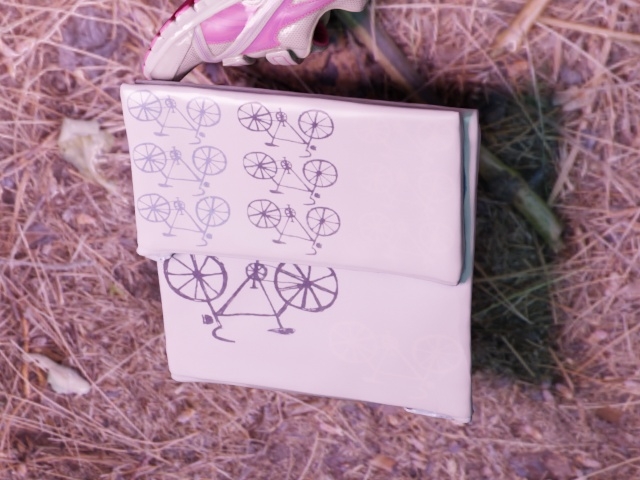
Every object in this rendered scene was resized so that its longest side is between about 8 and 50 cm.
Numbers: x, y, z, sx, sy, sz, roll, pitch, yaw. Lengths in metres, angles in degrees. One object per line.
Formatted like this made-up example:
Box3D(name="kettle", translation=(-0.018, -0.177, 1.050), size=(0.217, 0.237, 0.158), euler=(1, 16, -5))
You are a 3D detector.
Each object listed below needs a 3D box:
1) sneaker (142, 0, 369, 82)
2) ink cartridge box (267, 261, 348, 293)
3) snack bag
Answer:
Box3D(name="sneaker", translation=(-0.053, -0.194, 1.502), size=(0.252, 0.103, 0.111), euler=(-31, 107, 32))
Box3D(name="ink cartridge box", translation=(0.000, 0.000, 1.618), size=(0.092, 0.090, 0.143), euler=(-4, 119, 19))
Box3D(name="snack bag", translation=(-0.017, 0.017, 1.556), size=(0.323, 0.037, 0.342), euler=(6, 123, 13))
